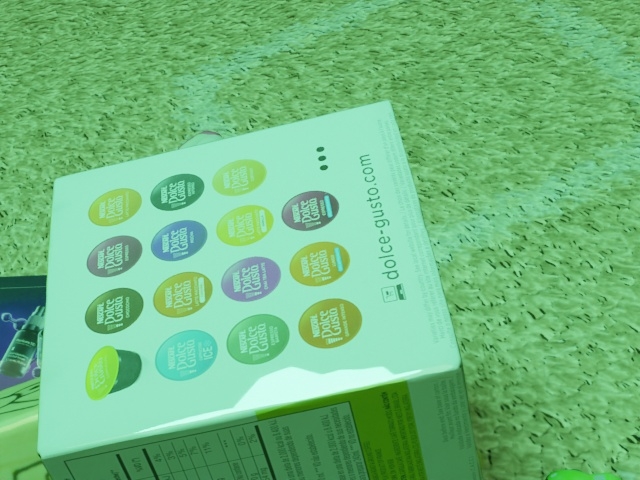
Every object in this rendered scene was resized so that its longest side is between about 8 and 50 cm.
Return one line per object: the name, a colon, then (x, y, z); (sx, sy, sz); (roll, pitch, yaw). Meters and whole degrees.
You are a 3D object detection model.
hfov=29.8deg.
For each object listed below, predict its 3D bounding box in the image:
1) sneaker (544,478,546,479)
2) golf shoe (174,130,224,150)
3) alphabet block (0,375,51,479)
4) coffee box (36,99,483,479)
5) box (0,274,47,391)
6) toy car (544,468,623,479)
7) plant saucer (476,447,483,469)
sneaker: (0.262, 0.316, 1.148); (0.080, 0.081, 0.211); (-24, 46, -13)
golf shoe: (-0.170, -0.017, 1.604); (0.140, 0.115, 0.306); (15, 56, 14)
alphabet block: (-0.323, 0.265, 1.226); (0.197, 0.193, 0.192); (-19, 10, -5)
coffee box: (-0.045, 0.134, 1.113); (0.334, 0.338, 0.338); (-12, 43, 2)
box: (-0.377, 0.142, 1.430); (0.261, 0.103, 0.184); (-3, 52, -2)
toy car: (0.310, 0.274, 1.115); (0.225, 0.053, 0.239); (28, 45, -10)
plant saucer: (-0.019, 0.346, 1.190); (0.332, 0.081, 0.333); (2, 46, 16)
